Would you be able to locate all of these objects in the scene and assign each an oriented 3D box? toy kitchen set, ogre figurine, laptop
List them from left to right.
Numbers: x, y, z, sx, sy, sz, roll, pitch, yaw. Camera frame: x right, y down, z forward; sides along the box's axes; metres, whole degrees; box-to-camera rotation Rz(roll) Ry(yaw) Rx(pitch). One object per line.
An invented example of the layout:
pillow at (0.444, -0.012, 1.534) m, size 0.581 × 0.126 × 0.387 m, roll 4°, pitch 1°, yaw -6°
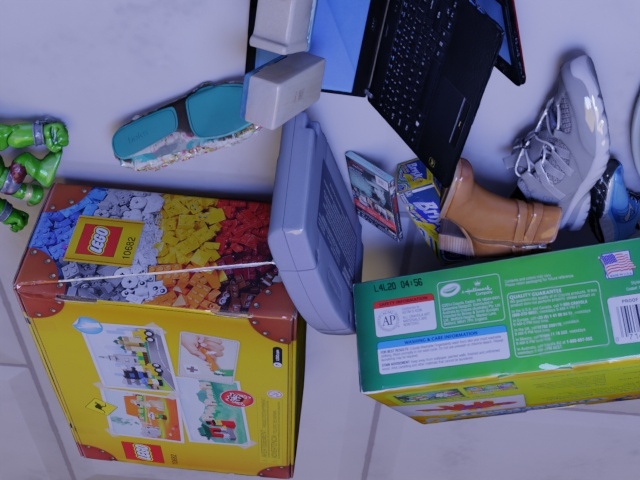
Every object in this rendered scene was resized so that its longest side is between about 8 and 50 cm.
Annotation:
ogre figurine at (-0.427, -0.096, 1.157) m, size 0.118 × 0.097 × 0.197 m, roll 17°, pitch 150°, yaw -31°
toy kitchen set at (-0.081, -0.253, 0.913) m, size 0.166 × 0.122 × 0.207 m, roll 21°, pitch 121°, yaw 16°
laptop at (0.044, -0.201, 0.947) m, size 0.136 × 0.264 × 0.234 m, roll -24°, pitch 150°, yaw -24°

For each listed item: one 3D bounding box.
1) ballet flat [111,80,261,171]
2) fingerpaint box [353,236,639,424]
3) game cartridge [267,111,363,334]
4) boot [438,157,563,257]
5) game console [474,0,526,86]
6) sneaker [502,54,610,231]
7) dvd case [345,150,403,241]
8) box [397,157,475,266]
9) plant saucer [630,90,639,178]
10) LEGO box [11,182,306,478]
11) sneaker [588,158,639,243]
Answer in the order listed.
ballet flat at (-0.158, -0.146, 1.099) m, size 0.241 × 0.091 × 0.077 m, roll -11°, pitch 167°, yaw 23°
fingerpaint box at (0.312, 0.142, 1.223) m, size 0.444 × 0.163 × 0.371 m, roll -10°, pitch 159°, yaw 17°
game cartridge at (0.000, 0.000, 1.106) m, size 0.062 × 0.198 × 0.297 m, roll 0°, pitch 150°, yaw 17°
boot at (0.228, -0.041, 1.077) m, size 0.152 × 0.073 × 0.197 m, roll 5°, pitch 154°, yaw 10°
game console at (0.156, -0.237, 0.951) m, size 0.085 × 0.124 × 0.144 m, roll -28°, pitch 135°, yaw -3°
sneaker at (0.288, -0.105, 1.068) m, size 0.115 × 0.105 × 0.281 m, roll 0°, pitch 139°, yaw 5°
dvd case at (0.074, -0.059, 1.169) m, size 0.087 × 0.013 × 0.119 m, roll 36°, pitch 156°, yaw 36°
box at (0.163, -0.039, 1.190) m, size 0.054 × 0.059 × 0.169 m, roll -16°, pitch 135°, yaw 23°
plant saucer at (0.566, -0.102, 0.977) m, size 0.400 × 0.101 × 0.400 m, roll 11°, pitch 135°, yaw 12°
LEGO box at (-0.212, 0.164, 1.323) m, size 0.372 × 0.193 × 0.500 m, roll 6°, pitch 140°, yaw 2°
sneaker at (0.404, -0.058, 1.161) m, size 0.073 × 0.063 × 0.162 m, roll -22°, pitch 139°, yaw 3°
